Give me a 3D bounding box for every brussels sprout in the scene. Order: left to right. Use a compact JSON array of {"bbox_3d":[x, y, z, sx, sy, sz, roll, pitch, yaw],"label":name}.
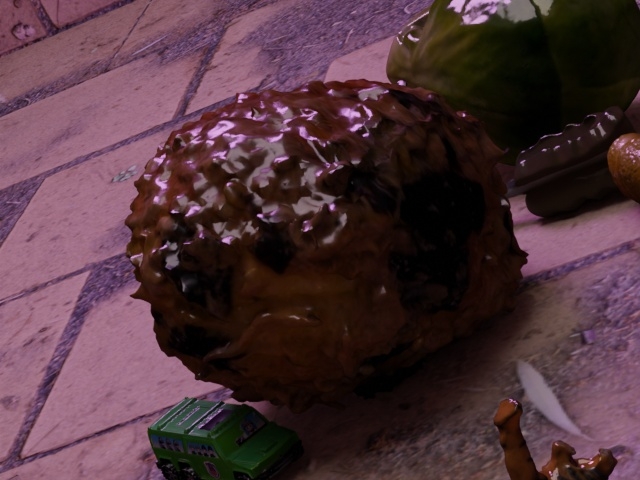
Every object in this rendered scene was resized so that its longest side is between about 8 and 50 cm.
[{"bbox_3d":[0.214,-0.193,1.933,0.271,0.219,0.210,5,30,27],"label":"brussels sprout"}]

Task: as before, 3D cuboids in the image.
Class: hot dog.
[{"bbox_3d":[0.354,-0.047,1.616,0.061,0.087,0.286,-38,20,-15],"label":"hot dog"}]

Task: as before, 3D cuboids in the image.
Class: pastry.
[{"bbox_3d":[0.015,-0.005,1.640,0.337,0.292,0.405,-10,11,9],"label":"pastry"}]

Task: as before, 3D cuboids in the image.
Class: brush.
[{"bbox_3d":[0.194,-0.051,1.832,0.301,0.084,0.071,-23,21,26],"label":"brush"}]

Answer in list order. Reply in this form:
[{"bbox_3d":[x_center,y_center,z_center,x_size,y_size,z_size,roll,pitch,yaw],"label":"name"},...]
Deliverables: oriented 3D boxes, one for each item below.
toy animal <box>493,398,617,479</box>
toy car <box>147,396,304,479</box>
[{"bbox_3d":[0.141,0.226,1.222,0.114,0.116,0.255,-44,18,24],"label":"toy animal"},{"bbox_3d":[-0.088,0.184,1.612,0.071,0.062,0.165,-39,24,-32],"label":"toy car"}]
